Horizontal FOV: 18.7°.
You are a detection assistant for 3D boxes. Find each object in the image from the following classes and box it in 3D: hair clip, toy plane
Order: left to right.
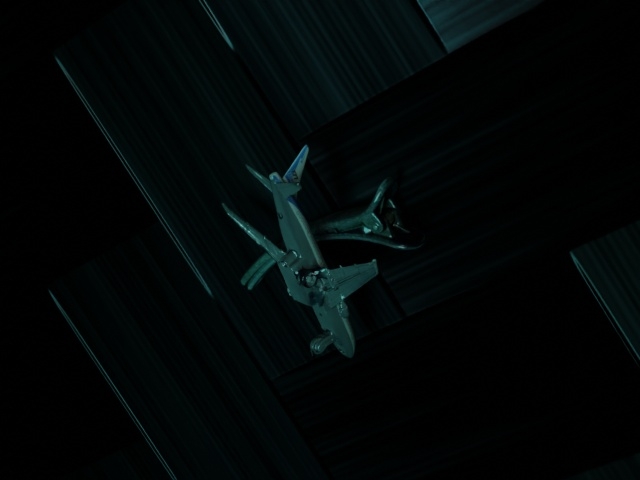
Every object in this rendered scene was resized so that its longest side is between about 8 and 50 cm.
[{"bbox_3d":[-0.010,0.023,1.796,0.226,0.058,0.226,21,133,48],"label":"toy plane"},{"bbox_3d":[0.000,0.000,1.842,0.229,0.039,0.070,-19,104,44],"label":"hair clip"}]
